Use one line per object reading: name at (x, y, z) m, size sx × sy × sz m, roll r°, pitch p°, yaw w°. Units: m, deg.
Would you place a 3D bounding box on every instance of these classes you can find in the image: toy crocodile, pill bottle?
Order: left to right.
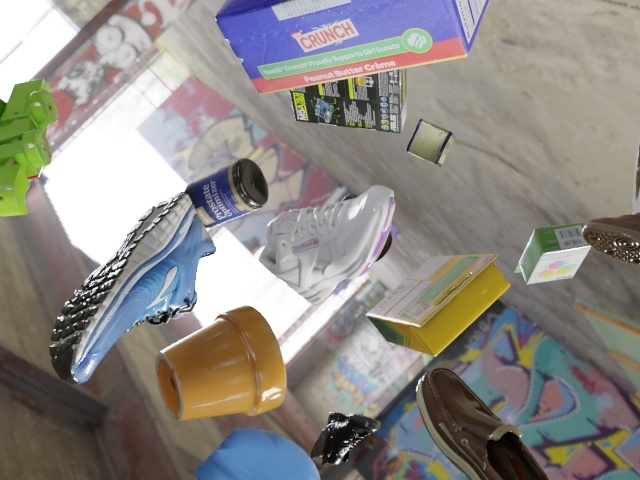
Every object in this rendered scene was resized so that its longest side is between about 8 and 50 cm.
toy crocodile at (-0.546, -0.185, 1.301) m, size 0.105 × 0.115 × 0.341 m, roll 77°, pitch 179°, yaw -46°
pill bottle at (-0.240, -0.100, 1.656) m, size 0.123 × 0.219 × 0.123 m, roll 41°, pitch -141°, yaw -44°

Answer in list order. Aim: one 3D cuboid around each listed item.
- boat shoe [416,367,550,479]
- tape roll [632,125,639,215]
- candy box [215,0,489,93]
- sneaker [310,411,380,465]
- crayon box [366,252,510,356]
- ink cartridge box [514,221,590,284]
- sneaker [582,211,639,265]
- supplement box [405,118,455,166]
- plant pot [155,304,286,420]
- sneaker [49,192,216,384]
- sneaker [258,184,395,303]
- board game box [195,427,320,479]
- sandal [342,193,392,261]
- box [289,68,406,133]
boat shoe at (0.215, 0.251, 0.877) m, size 0.257 × 0.095 × 0.095 m, roll 56°, pitch 140°, yaw 34°
tape roll at (0.645, -0.127, 1.235) m, size 0.169 × 0.246 × 0.246 m, roll 4°, pitch 161°, yaw 19°
candy box at (0.068, -0.326, 0.805) m, size 0.268 × 0.317 × 0.122 m, roll 0°, pitch 139°, yaw 34°
sneaker at (0.039, 0.335, 1.181) m, size 0.051 × 0.089 × 0.170 m, roll 25°, pitch 160°, yaw -21°
crayon box at (0.230, 0.121, 1.393) m, size 0.083 × 0.203 × 0.323 m, roll 51°, pitch 169°, yaw -6°
ink cartridge box at (0.507, 0.043, 1.563) m, size 0.209 × 0.109 × 0.062 m, roll 88°, pitch 173°, yaw -61°
sneaker at (0.431, -0.008, 0.894) m, size 0.188 × 0.071 × 0.066 m, roll 14°, pitch 154°, yaw 20°
supplement box at (0.256, -0.226, 1.651) m, size 0.083 × 0.083 × 0.056 m, roll 26°, pitch -172°, yaw 17°
plant pot at (-0.194, 0.242, 1.314) m, size 0.205 × 0.188 × 0.205 m, roll 28°, pitch 125°, yaw 50°
sneaker at (-0.253, 0.082, 1.036) m, size 0.129 × 0.330 × 0.147 m, roll -13°, pitch 124°, yaw 46°
sneaker at (0.000, 0.000, 1.086) m, size 0.152 × 0.114 × 0.305 m, roll 32°, pitch 142°, yaw -11°
board game box at (-0.082, 0.304, 0.941) m, size 0.133 × 0.169 × 0.033 m, roll 37°, pitch -155°, yaw -8°
sandal at (0.082, -0.032, 1.499) m, size 0.060 × 0.090 × 0.219 m, roll 19°, pitch -150°, yaw -34°
box at (0.039, -0.249, 1.096) m, size 0.184 × 0.045 × 0.191 m, roll 11°, pitch 150°, yaw 15°
